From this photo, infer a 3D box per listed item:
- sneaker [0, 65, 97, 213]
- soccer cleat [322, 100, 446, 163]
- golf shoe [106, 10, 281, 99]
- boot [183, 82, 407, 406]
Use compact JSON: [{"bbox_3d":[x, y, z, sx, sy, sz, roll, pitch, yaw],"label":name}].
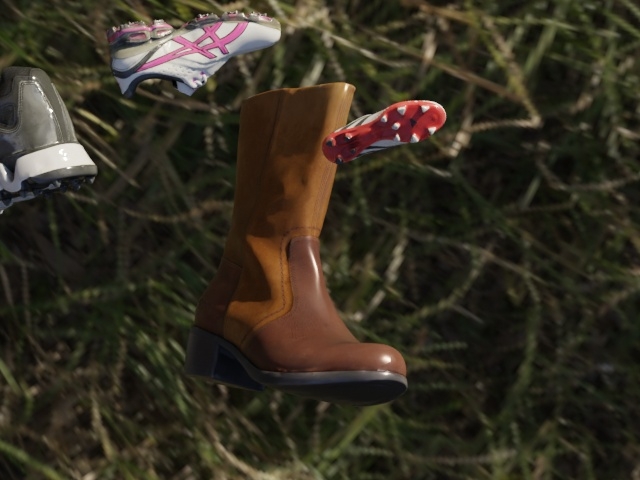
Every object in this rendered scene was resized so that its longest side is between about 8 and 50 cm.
[{"bbox_3d":[-0.257,-0.061,1.169,0.078,0.234,0.106,-11,85,-54],"label":"sneaker"},{"bbox_3d":[0.040,-0.072,1.061,0.083,0.035,0.029,-20,106,13],"label":"soccer cleat"},{"bbox_3d":[-0.131,-0.197,1.763,0.186,0.067,0.086,-9,92,-8],"label":"golf shoe"},{"bbox_3d":[0.000,0.000,1.471,0.096,0.264,0.280,19,80,-34],"label":"boot"}]
